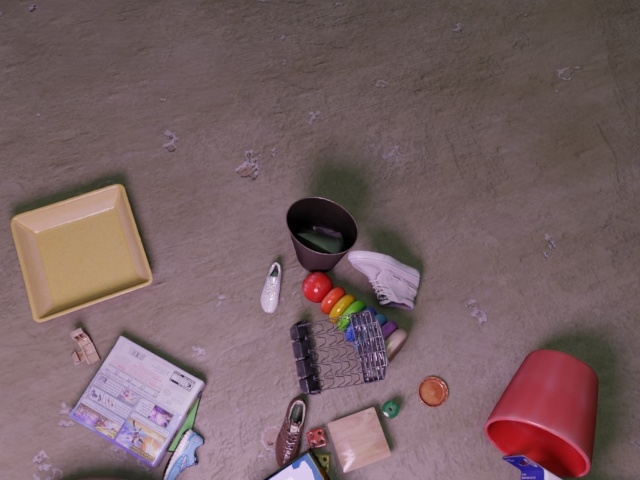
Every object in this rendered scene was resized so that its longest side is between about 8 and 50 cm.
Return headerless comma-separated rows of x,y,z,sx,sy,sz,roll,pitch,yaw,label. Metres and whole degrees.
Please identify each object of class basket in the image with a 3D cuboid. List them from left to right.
0.000,0.000,1.838,0.204,0.227,0.154,27,70,8,basket

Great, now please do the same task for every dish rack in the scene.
0.050,0.295,1.733,0.271,0.074,0.208,-15,81,23,dish rack

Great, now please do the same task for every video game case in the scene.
-0.481,0.425,1.734,0.269,0.061,0.244,26,70,11,video game case

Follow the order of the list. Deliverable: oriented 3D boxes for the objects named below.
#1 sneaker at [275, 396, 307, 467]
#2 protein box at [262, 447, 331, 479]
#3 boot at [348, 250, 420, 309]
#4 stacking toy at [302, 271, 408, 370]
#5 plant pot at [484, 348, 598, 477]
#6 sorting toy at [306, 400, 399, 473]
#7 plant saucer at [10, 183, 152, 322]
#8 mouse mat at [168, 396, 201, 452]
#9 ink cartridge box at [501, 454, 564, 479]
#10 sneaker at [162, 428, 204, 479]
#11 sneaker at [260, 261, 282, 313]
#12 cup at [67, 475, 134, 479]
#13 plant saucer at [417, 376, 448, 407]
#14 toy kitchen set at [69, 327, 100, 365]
-0.080,0.506,1.725,0.066,0.071,0.189,11,69,1,sneaker
-0.055,0.660,1.612,0.199,0.136,0.201,-33,79,-5,protein box
0.179,0.117,1.827,0.258,0.095,0.124,20,69,-32,boot
0.079,0.211,1.825,0.330,0.141,0.141,38,72,18,stacking toy
0.593,0.437,1.700,0.274,0.275,0.243,28,59,7,plant pot
0.094,0.532,1.734,0.274,0.046,0.132,-19,71,-4,sorting toy
-0.676,0.039,1.867,0.332,0.081,0.333,-19,72,-10,plant saucer
-0.410,0.466,1.758,0.152,0.007,0.190,12,70,2,mouse mat
0.636,0.668,1.646,0.370,0.176,0.069,33,72,9,ink cartridge box
-0.354,0.576,1.690,0.073,0.063,0.162,29,79,-8,sneaker
-0.141,0.133,1.870,0.053,0.061,0.152,7,70,-2,sneaker
-0.540,0.691,1.531,0.236,0.331,0.331,16,66,33,cup
0.311,0.421,1.809,0.083,0.013,0.084,1,70,-2,plant saucer
-0.654,0.297,1.772,0.068,0.075,0.083,-29,69,-12,toy kitchen set
